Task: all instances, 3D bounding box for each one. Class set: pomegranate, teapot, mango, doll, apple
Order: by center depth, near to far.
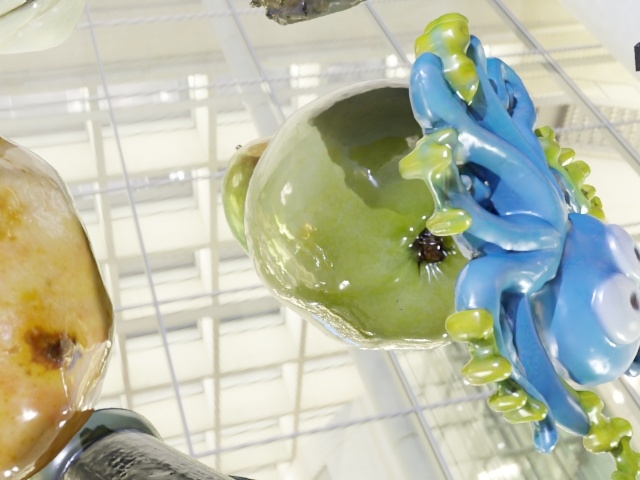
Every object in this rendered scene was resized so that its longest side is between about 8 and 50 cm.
[{"bbox_3d":[0.174,-0.012,0.717,0.099,0.346,0.341,-21,-55,31],"label":"doll"},{"bbox_3d":[-0.328,0.056,0.742,0.342,0.342,0.342,-12,-46,-12],"label":"pomegranate"},{"bbox_3d":[-0.143,0.333,1.060,0.270,0.337,0.200,-2,-78,-45],"label":"teapot"},{"bbox_3d":[0.084,-0.031,1.120,0.357,0.357,0.357,-12,-46,-12],"label":"apple"},{"bbox_3d":[0.000,0.000,1.431,0.201,0.225,0.382,-41,-76,-6],"label":"mango"}]

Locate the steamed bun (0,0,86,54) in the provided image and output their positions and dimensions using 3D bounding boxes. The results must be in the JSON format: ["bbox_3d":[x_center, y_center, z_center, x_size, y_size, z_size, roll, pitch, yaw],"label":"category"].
[{"bbox_3d":[-0.399,-0.356,0.907,0.346,0.237,0.394,-15,-72,25],"label":"steamed bun"}]

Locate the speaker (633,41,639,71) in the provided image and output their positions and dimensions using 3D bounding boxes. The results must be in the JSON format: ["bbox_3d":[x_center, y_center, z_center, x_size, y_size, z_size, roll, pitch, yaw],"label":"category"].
[{"bbox_3d":[0.605,-0.302,1.481,0.191,0.040,0.046,0,-70,30],"label":"speaker"}]

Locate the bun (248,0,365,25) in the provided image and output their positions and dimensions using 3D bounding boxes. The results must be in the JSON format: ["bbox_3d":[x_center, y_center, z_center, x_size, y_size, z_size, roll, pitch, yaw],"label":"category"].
[{"bbox_3d":[-0.028,-0.354,0.815,0.281,0.205,0.281,-27,-49,-37],"label":"bun"}]
